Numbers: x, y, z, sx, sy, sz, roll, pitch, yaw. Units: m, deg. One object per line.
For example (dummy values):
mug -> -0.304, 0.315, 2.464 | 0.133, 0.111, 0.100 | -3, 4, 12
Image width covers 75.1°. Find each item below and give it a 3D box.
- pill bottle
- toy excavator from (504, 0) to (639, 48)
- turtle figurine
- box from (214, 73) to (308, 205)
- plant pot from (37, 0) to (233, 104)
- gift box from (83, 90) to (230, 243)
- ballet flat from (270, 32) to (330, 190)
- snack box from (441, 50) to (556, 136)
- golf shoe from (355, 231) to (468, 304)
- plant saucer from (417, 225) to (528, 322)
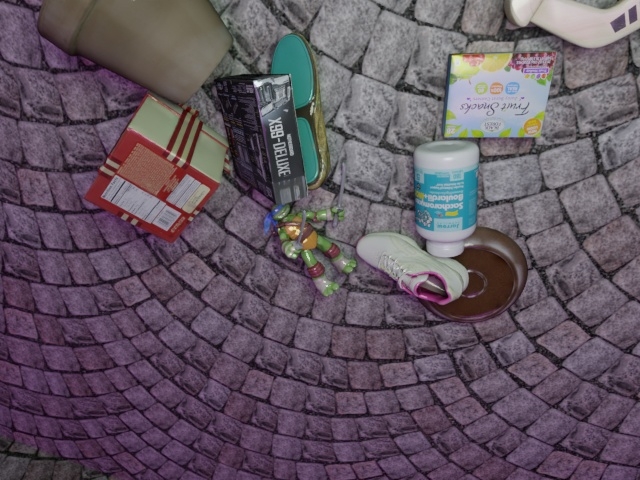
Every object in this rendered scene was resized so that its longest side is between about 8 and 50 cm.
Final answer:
pill bottle -> 0.299, -0.096, 0.996 | 0.146, 0.146, 0.264 | -3, 116, 11
toy excavator -> 0.630, -0.424, 0.740 | 0.445, 0.222, 0.433 | -34, 106, 25
turtle figurine -> 0.000, 0.000, 1.069 | 0.274, 0.198, 0.266 | -26, 113, 24
box -> -0.138, -0.235, 0.920 | 0.076, 0.307, 0.243 | -19, 117, -21
plant pot -> -0.350, -0.449, 0.868 | 0.323, 0.323, 0.280 | -38, 122, 24
gift box -> -0.372, -0.170, 1.020 | 0.255, 0.258, 0.276 | -39, 124, 22
ballet flat -> -0.042, -0.287, 0.967 | 0.123, 0.123, 0.349 | -8, 91, 13
snack box -> 0.381, -0.318, 0.914 | 0.207, 0.070, 0.175 | 3, 117, 9
golf shoe -> 0.221, 0.067, 1.067 | 0.306, 0.140, 0.115 | 21, 119, 21
plant saucer -> 0.406, 0.110, 1.138 | 0.310, 0.050, 0.311 | 4, 118, 8
